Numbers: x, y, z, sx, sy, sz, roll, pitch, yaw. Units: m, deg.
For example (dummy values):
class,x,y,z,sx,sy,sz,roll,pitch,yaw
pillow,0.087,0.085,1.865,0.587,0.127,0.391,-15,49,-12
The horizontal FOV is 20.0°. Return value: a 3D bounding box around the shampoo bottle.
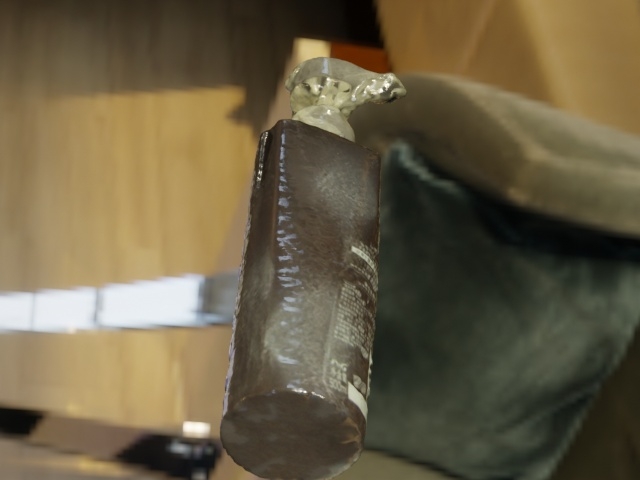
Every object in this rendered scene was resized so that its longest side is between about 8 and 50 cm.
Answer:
class,x,y,z,sx,sy,sz,roll,pitch,yaw
shampoo bottle,-0.001,0.001,0.748,0.057,0.063,0.208,109,170,-46
